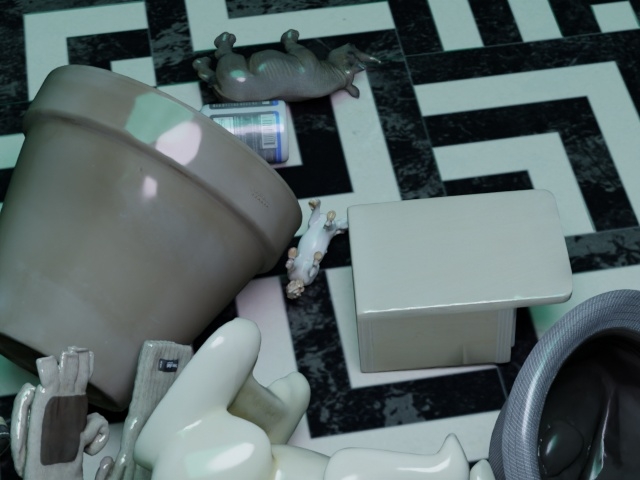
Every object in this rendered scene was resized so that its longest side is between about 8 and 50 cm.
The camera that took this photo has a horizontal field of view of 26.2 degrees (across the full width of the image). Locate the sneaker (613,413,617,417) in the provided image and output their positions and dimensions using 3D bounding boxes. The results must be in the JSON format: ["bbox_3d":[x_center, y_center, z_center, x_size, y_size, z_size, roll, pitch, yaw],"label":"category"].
[{"bbox_3d":[0.416,0.144,1.488,0.240,0.091,0.126,-12,53,-9],"label":"sneaker"}]

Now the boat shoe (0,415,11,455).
[{"bbox_3d":[-0.396,0.271,1.393,0.223,0.080,0.073,-38,67,-20],"label":"boat shoe"}]

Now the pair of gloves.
[{"bbox_3d":[-0.212,0.199,1.322,0.042,0.240,0.204,4,93,32],"label":"pair of gloves"}]

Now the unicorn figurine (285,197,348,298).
[{"bbox_3d":[0.000,0.000,1.599,0.060,0.111,0.162,38,75,14],"label":"unicorn figurine"}]

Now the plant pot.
[{"bbox_3d":[-0.221,0.019,1.473,0.323,0.323,0.280,22,71,16],"label":"plant pot"}]

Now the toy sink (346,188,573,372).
[{"bbox_3d":[0.152,0.048,1.536,0.234,0.131,0.153,-6,52,1],"label":"toy sink"}]

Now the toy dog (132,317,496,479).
[{"bbox_3d":[0.008,0.322,1.234,0.408,0.285,0.395,34,72,23],"label":"toy dog"}]

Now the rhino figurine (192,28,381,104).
[{"bbox_3d":[-0.035,-0.218,1.774,0.243,0.073,0.106,-7,44,-19],"label":"rhino figurine"}]

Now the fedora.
[{"bbox_3d":[0.267,0.191,1.369,0.243,0.124,0.275,38,67,-17],"label":"fedora"}]

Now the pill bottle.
[{"bbox_3d":[-0.110,-0.132,1.704,0.137,0.078,0.078,-3,52,-3],"label":"pill bottle"}]
